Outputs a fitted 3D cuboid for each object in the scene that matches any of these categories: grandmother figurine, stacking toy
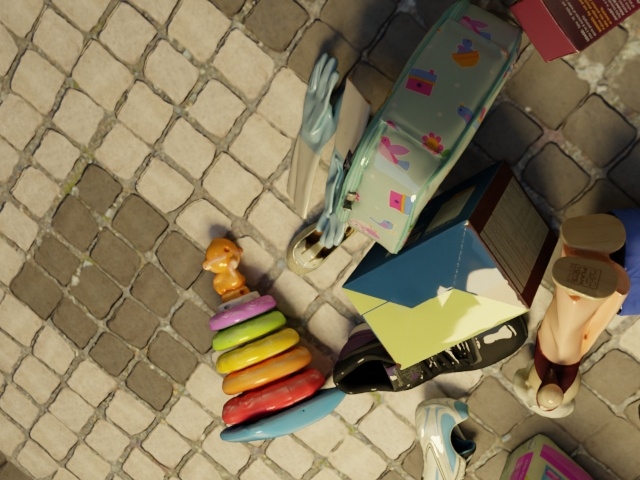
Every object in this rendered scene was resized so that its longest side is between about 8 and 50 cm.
[{"bbox_3d":[0.309,0.125,1.362,0.104,0.208,0.342,20,148,16],"label":"grandmother figurine"},{"bbox_3d":[-0.104,0.139,1.599,0.166,0.175,0.302,-26,86,63],"label":"stacking toy"}]

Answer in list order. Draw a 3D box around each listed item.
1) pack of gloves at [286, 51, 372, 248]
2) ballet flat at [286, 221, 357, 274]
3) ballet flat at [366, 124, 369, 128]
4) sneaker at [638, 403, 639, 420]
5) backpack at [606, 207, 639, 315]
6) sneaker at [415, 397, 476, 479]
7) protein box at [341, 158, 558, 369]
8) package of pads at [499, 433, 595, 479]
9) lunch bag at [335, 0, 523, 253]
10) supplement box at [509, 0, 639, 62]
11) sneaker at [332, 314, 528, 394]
[{"bbox_3d":[0.023,-0.117,1.420,0.046,0.195,0.232,-1,123,-23],"label":"pack of gloves"},{"bbox_3d":[0.000,0.000,1.531,0.057,0.052,0.168,45,123,-2],"label":"ballet flat"},{"bbox_3d":[0.066,-0.103,1.462,0.041,0.041,0.114,9,118,20],"label":"ballet flat"},{"bbox_3d":[0.561,0.300,1.420,0.314,0.116,0.136,42,89,11],"label":"sneaker"},{"bbox_3d":[0.397,0.017,1.344,0.101,0.098,0.120,-9,113,-4],"label":"backpack"},{"bbox_3d":[0.188,0.339,1.598,0.086,0.085,0.237,1,118,15],"label":"sneaker"},{"bbox_3d":[0.169,0.028,1.382,0.199,0.201,0.136,-30,100,32],"label":"protein box"},{"bbox_3d":[0.360,0.442,1.484,0.296,0.229,0.101,42,123,-1],"label":"package of pads"},{"bbox_3d":[0.118,-0.127,1.270,0.108,0.279,0.224,32,160,3],"label":"lunch bag"},{"bbox_3d":[0.313,-0.283,1.175,0.188,0.104,0.081,-37,97,-4],"label":"supplement box"},{"bbox_3d":[0.150,0.166,1.503,0.283,0.124,0.107,-16,107,29],"label":"sneaker"}]
